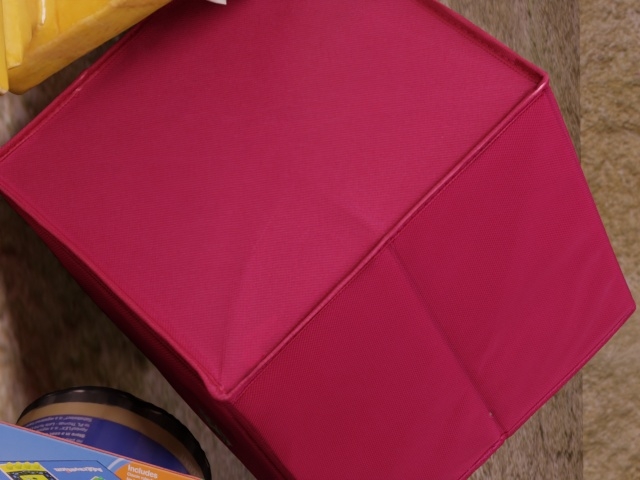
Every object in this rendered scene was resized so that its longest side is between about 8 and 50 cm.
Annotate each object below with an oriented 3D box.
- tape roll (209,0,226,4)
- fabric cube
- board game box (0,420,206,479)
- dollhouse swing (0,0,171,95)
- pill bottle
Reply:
[{"bbox_3d":[-0.097,-0.273,0.975,0.246,0.169,0.246,-42,143,-42],"label":"tape roll"},{"bbox_3d":[0.000,0.000,1.083,0.259,0.254,0.258,-44,145,-8],"label":"fabric cube"},{"bbox_3d":[-0.174,0.152,0.820,0.281,0.027,0.145,22,60,-35],"label":"board game box"},{"bbox_3d":[-0.027,-0.241,0.534,0.347,0.305,0.315,46,36,-75],"label":"dollhouse swing"},{"bbox_3d":[-0.143,0.194,0.949,0.219,0.123,0.123,-72,150,-47],"label":"pill bottle"}]
